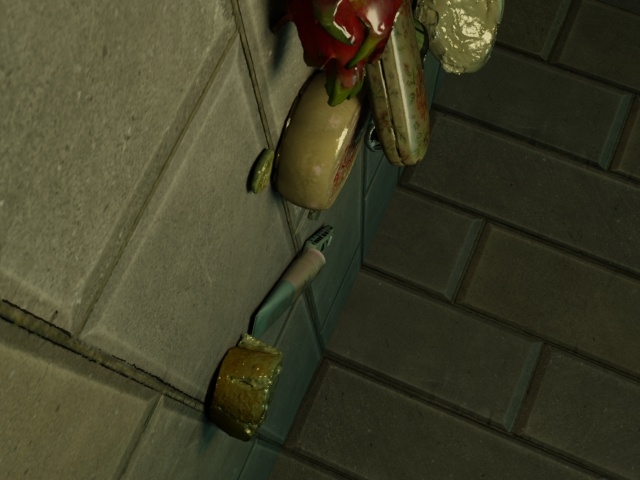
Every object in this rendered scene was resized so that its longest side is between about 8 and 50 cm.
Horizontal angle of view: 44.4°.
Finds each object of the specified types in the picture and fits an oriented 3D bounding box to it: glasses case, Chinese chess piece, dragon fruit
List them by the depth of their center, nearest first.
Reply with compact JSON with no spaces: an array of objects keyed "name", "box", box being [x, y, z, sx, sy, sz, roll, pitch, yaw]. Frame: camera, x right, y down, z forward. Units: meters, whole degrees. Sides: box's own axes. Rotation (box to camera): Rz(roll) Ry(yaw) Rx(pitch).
[{"name":"dragon fruit","box":[0.028,-0.338,1.114,0.269,0.198,0.200,96,-7,-63]},{"name":"glasses case","box":[0.122,-0.336,1.385,0.156,0.098,0.425,-63,144,-57]},{"name":"Chinese chess piece","box":[0.007,-0.190,1.496,0.270,0.112,0.270,23,90,-82]}]

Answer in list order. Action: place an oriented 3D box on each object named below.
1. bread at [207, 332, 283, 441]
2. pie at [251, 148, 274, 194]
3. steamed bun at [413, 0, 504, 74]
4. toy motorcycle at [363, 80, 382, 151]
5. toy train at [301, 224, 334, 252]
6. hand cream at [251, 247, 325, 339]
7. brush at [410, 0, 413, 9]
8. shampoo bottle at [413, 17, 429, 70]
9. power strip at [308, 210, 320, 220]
[{"name":"bread","box":[-0.160,0.333,1.719,0.257,0.124,0.186,104,11,-49]},{"name":"pie","box":[-0.099,-0.115,1.329,0.084,0.021,0.084,20,90,-85]},{"name":"steamed bun","box":[0.371,-0.642,2.145,0.312,0.233,0.334,-75,175,-64]},{"name":"toy motorcycle","box":[0.153,-0.349,1.780,0.198,0.109,0.296,-25,129,-29]},{"name":"toy train","box":[0.000,0.000,2.104,0.207,0.047,0.043,-42,154,-67]},{"name":"hand cream","box":[-0.082,0.126,1.874,0.312,0.070,0.111,-53,165,-46]},{"name":"brush","box":[0.238,-0.608,2.141,0.196,0.021,0.070,85,29,-66]},{"name":"shampoo bottle","box":[0.157,-0.415,1.604,0.284,0.101,0.101,0,113,-60]},{"name":"power strip","box":[-0.014,-0.066,1.952,0.083,0.017,0.027,8,103,-81]}]
